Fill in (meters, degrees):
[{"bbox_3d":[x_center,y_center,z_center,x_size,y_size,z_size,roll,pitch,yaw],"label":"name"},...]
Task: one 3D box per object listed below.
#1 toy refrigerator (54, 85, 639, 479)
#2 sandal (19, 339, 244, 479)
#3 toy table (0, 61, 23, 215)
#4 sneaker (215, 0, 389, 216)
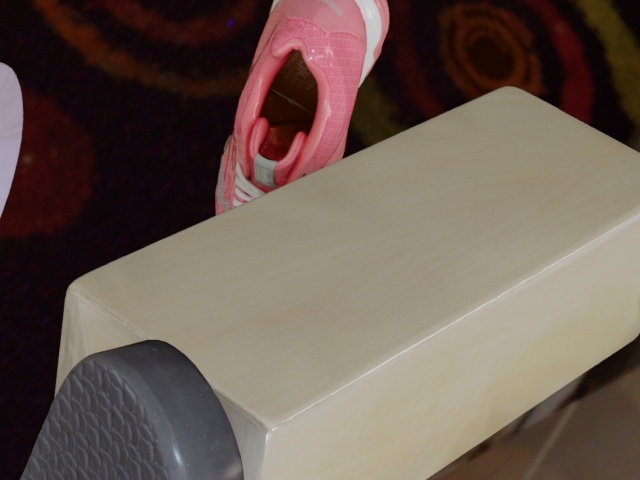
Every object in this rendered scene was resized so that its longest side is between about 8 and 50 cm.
[{"bbox_3d":[0.027,0.032,0.713,0.102,0.094,0.269,32,38,28],"label":"toy refrigerator"},{"bbox_3d":[-0.082,0.125,0.617,0.054,0.254,0.097,-13,66,-39],"label":"sandal"},{"bbox_3d":[-0.400,-0.056,1.616,0.161,0.252,0.274,13,53,19],"label":"toy table"},{"bbox_3d":[-0.038,-0.067,1.414,0.116,0.314,0.136,18,34,9],"label":"sneaker"}]
